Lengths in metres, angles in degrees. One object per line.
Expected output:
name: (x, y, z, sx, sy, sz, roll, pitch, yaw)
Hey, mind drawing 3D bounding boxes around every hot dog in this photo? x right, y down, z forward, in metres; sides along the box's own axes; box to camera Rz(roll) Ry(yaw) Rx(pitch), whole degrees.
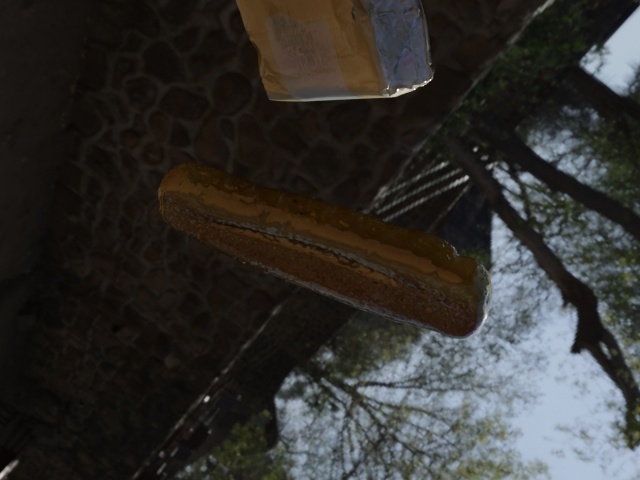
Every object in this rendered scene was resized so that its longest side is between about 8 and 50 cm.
hot dog: (-0.001, 0.001, 0.569, 0.087, 0.286, 0.061, 100, 15, -49)

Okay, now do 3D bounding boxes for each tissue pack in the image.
tissue pack: (0.003, -0.240, 0.748, 0.090, 0.186, 0.222, -31, -154, -31)
